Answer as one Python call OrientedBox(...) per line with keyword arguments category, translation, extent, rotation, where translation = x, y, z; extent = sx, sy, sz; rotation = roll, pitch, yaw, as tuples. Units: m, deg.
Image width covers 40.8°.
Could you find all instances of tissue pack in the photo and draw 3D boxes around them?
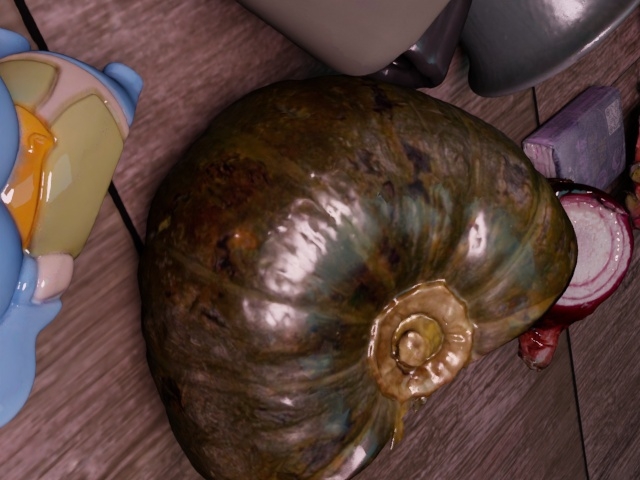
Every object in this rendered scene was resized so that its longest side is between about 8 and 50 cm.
OrientedBox(category="tissue pack", translation=(0.296, -0.098, 0.997), extent=(0.156, 0.051, 0.112), rotation=(-37, 126, -34))

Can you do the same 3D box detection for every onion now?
OrientedBox(category="onion", translation=(0.220, 0.030, 0.892), extent=(0.173, 0.135, 0.198), rotation=(6, 102, -12))

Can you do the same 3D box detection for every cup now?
OrientedBox(category="cup", translation=(0.164, -0.244, 0.735), extent=(0.150, 0.199, 0.199), rotation=(44, 68, -20))

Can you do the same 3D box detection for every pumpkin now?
OrientedBox(category="pumpkin", translation=(0.000, 0.000, 0.616), extent=(0.325, 0.242, 0.232), rotation=(-36, 105, -19))

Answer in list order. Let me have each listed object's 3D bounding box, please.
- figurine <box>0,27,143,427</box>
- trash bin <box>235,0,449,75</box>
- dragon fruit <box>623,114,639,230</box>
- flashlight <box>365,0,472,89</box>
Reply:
OrientedBox(category="figurine", translation=(-0.204, -0.024, 0.434), extent=(0.180, 0.154, 0.262), rotation=(49, 49, -34))
OrientedBox(category="trash bin", translation=(-0.028, -0.229, 0.475), extent=(0.219, 0.219, 0.250), rotation=(-51, 146, 9))
OrientedBox(category="dragon fruit", translation=(0.450, -0.095, 1.081), extent=(0.282, 0.147, 0.211), rotation=(-20, 126, -63))
OrientedBox(category="flashlight", translation=(0.119, -0.304, 0.632), extent=(0.103, 0.103, 0.423), rotation=(29, 79, -48))
